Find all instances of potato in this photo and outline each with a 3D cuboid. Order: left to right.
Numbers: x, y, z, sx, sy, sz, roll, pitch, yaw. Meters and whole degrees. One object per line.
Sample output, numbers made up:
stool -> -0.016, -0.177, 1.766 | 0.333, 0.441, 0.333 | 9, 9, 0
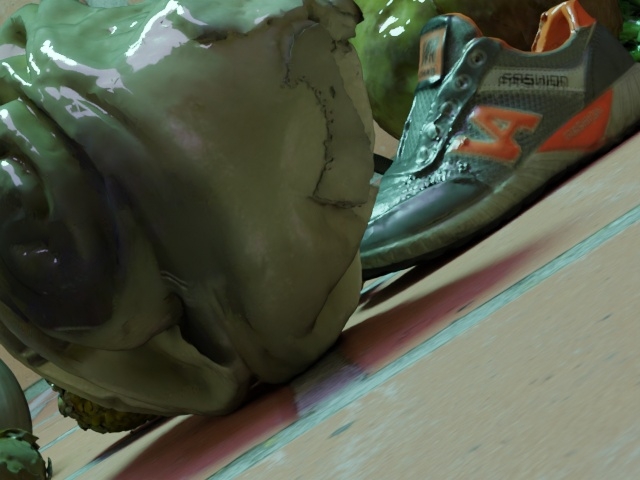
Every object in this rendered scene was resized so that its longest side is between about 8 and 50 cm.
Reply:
potato -> 0.172, -0.195, 1.516 | 0.289, 0.301, 0.237 | -45, 12, -4

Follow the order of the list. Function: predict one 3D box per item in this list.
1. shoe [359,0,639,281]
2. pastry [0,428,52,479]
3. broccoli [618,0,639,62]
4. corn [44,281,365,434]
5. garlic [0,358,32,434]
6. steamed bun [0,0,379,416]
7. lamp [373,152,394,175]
shoe -> 0.120, -0.102, 1.322 | 0.336, 0.171, 0.132 | -33, 3, -17
pastry -> -0.284, 0.212, 1.268 | 0.153, 0.081, 0.153 | -42, 1, 1
broccoli -> 0.361, -0.272, 1.787 | 0.195, 0.195, 0.156 | -32, 41, 12
corn -> -0.105, 0.073, 1.402 | 0.318, 0.115, 0.115 | -31, 3, 13
garlic -> -0.396, 0.184, 1.517 | 0.237, 0.292, 0.210 | 3, -6, 33
steamed bun -> -0.136, -0.024, 1.134 | 0.394, 0.346, 0.237 | -53, -4, 37
lamp -> -0.002, -0.007, 1.604 | 0.283, 0.124, 0.203 | -31, -8, -30
